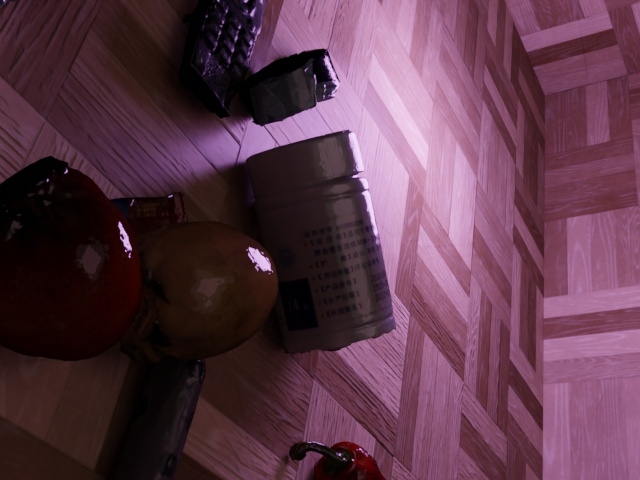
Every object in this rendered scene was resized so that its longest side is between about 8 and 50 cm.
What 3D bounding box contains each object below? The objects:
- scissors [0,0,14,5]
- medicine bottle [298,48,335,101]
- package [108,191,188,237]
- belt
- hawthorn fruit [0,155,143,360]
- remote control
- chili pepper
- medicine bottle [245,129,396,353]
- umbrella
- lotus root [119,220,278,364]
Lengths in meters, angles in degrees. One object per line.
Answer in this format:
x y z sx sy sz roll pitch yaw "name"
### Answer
-0.418 -0.286 0.840 0.256 0.030 0.125 6 75 -58 "scissors"
-0.008 -0.310 1.572 0.058 0.058 0.091 -14 93 -62 "medicine bottle"
-0.238 -0.021 1.087 0.200 0.022 0.083 -8 87 -61 "package"
-0.048 -0.256 1.383 0.198 0.151 0.078 -51 125 -53 "belt"
-0.275 0.042 0.862 0.190 0.189 0.251 -71 159 -43 "hawthorn fruit"
-0.147 -0.367 1.335 0.145 0.062 0.399 51 37 -42 "remote control"
0.080 0.440 1.419 0.388 0.110 0.110 55 37 -34 "chili pepper"
0.000 0.000 1.341 0.190 0.189 0.332 -14 93 -62 "medicine bottle"
-0.207 0.278 0.986 0.067 0.073 0.337 60 34 -43 "umbrella"
-0.143 0.056 1.072 0.310 0.182 0.183 -14 93 -65 "lotus root"
